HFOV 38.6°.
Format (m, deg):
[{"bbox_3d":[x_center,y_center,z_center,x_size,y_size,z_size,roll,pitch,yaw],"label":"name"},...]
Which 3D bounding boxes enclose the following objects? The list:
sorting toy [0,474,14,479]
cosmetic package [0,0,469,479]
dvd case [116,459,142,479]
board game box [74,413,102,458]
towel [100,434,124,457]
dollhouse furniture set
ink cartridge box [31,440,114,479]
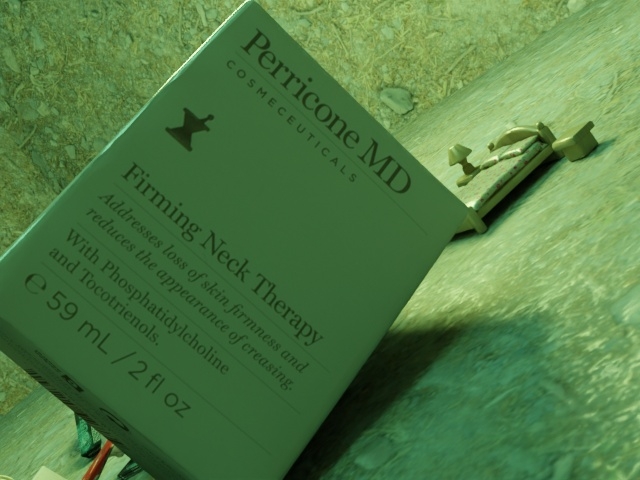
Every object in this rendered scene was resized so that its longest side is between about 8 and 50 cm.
[{"bbox_3d":[-0.699,0.540,1.926,0.075,0.045,0.083,-54,1,21],"label":"sorting toy"},{"bbox_3d":[-0.127,0.029,0.997,0.394,0.329,0.327,-52,12,-21],"label":"cosmetic package"},{"bbox_3d":[-0.240,0.306,1.349,0.119,0.013,0.087,-31,10,27],"label":"dvd case"},{"bbox_3d":[-0.401,0.286,1.670,0.126,0.026,0.186,-34,53,18],"label":"board game box"},{"bbox_3d":[-0.242,0.132,1.332,0.053,0.332,0.317,11,-23,-36],"label":"towel"},{"bbox_3d":[0.157,-0.088,1.315,0.303,0.174,0.355,-41,9,-25],"label":"dollhouse furniture set"},{"bbox_3d":[-0.344,0.336,1.110,0.261,0.066,0.296,-58,6,-1],"label":"ink cartridge box"}]
